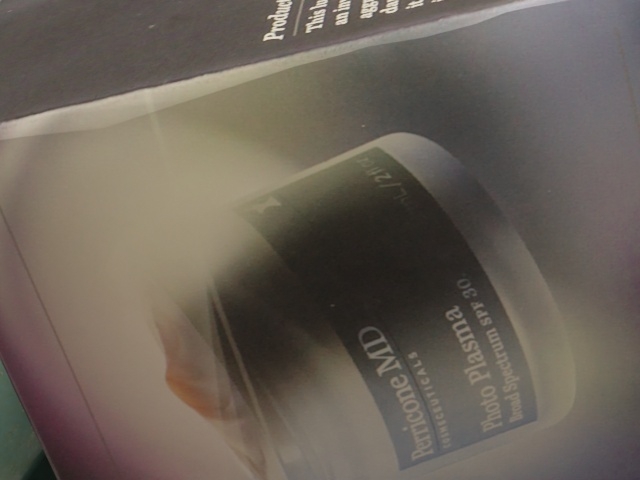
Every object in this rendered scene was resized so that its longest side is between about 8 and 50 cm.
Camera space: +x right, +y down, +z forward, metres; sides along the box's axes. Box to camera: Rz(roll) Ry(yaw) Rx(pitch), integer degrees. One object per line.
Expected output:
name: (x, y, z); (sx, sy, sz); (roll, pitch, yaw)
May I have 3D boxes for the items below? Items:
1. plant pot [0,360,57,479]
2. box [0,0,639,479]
plant pot: (-0.188, 0.070, 0.876); (0.195, 0.290, 0.290); (35, 43, 22)
box: (0.044, 0.020, 0.677); (0.294, 0.296, 0.182); (-12, 28, 15)
